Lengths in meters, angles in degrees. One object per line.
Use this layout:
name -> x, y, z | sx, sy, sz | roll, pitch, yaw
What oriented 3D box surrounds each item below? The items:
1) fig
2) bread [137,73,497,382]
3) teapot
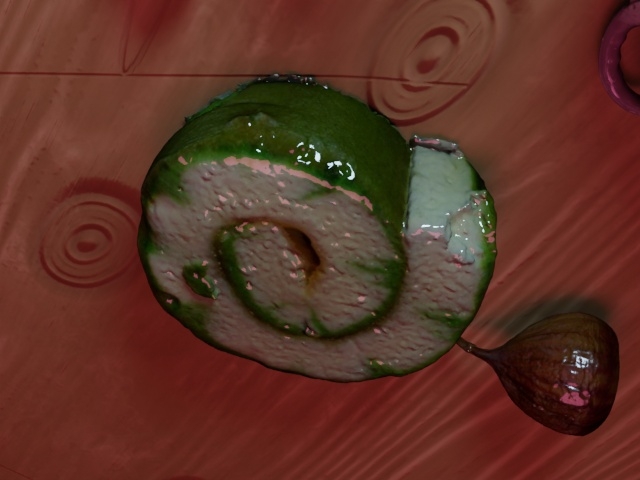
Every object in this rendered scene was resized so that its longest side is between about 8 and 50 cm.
fig -> 0.238, 0.137, 1.195 | 0.201, 0.134, 0.146 | 19, 126, 6
bread -> 0.000, 0.000, 1.107 | 0.381, 0.129, 0.366 | -12, 129, 22
teapot -> 0.327, -0.163, 0.912 | 0.116, 0.148, 0.146 | -26, 119, -12
